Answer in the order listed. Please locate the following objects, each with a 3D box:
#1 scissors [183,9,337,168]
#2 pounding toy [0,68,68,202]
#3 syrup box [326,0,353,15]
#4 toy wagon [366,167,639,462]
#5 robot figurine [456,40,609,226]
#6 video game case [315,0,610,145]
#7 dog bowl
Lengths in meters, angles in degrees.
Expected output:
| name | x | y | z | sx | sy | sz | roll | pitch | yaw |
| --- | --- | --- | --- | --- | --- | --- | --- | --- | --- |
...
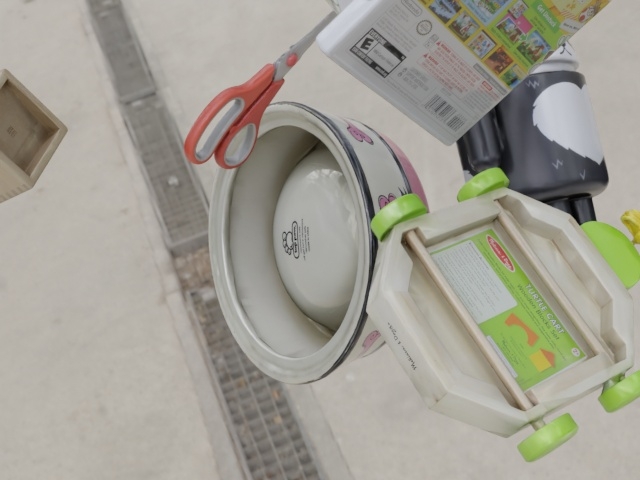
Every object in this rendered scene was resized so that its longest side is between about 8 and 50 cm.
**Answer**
| name | x | y | z | sx | sy | sz | roll | pitch | yaw |
| --- | --- | --- | --- | --- | --- | --- | --- | --- | --- |
| scissors | -0.051 | -0.203 | 1.174 | 0.021 | 0.109 | 0.297 | 42 | 98 | 32 |
| pounding toy | -0.409 | -0.141 | 1.242 | 0.100 | 0.141 | 0.130 | -19 | 38 | 36 |
| syrup box | 0.033 | -0.297 | 0.991 | 0.093 | 0.096 | 0.237 | -19 | 24 | -1 |
| toy wagon | 0.212 | 0.054 | 0.985 | 0.344 | 0.068 | 0.267 | -19 | 67 | -35 |
| robot figurine | 0.254 | -0.125 | 1.230 | 0.174 | 0.278 | 0.209 | -12 | -6 | 3 |
| video game case | 0.132 | -0.192 | 0.862 | 0.206 | 0.227 | 0.026 | -42 | 56 | 16 |
| dog bowl | 0.000 | 0.000 | 1.482 | 0.150 | 0.407 | 0.408 | -5 | 22 | -37 |
